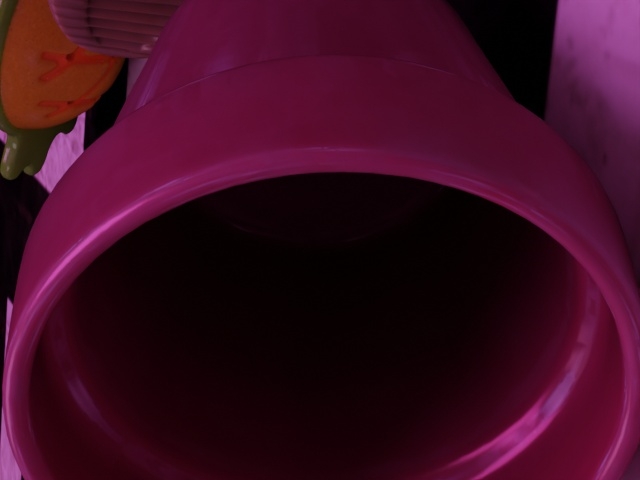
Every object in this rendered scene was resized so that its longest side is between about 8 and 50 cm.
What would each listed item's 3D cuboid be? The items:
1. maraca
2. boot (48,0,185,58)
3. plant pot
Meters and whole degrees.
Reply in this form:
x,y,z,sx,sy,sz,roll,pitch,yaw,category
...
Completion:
x,y,z,sx,sy,sz,roll,pitch,yaw,category
-0.166,-0.115,1.196,0.127,0.099,0.186,-53,-18,-35,maraca
-0.056,-0.215,0.847,0.248,0.090,0.207,124,152,-57,boot
0.000,0.000,0.674,0.180,0.201,0.201,-93,15,-53,plant pot
